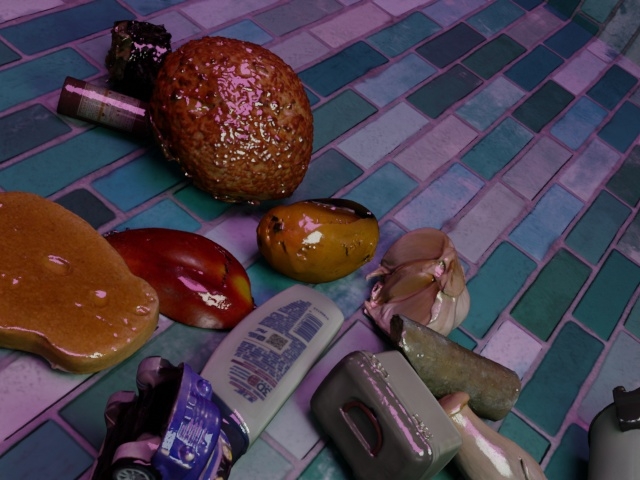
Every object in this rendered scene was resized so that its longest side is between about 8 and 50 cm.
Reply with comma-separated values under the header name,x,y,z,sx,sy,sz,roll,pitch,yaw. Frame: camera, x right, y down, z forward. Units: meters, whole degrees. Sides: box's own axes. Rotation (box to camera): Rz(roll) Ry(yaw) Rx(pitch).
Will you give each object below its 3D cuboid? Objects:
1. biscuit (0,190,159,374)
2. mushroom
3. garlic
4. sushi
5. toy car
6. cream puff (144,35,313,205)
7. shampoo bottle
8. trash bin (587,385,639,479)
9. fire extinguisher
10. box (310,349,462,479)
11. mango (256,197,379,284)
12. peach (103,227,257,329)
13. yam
name,x,y,z,sx,sy,sz,roll,pitch,yaw
biscuit,-0.417,0.068,1.332,0.343,0.057,0.287,39,40,11
mushroom,0.266,0.341,1.400,0.247,0.096,0.108,42,67,1
garlic,0.184,0.094,1.613,0.142,0.178,0.230,38,48,-41
sushi,-0.357,-0.351,1.772,0.114,0.147,0.212,5,27,-18
toy car,-0.193,0.269,1.125,0.158,0.235,0.172,30,38,-19
cream puff,-0.142,-0.234,1.660,0.350,0.228,0.350,36,31,-26
shampoo bottle,-0.096,0.192,1.377,0.134,0.078,0.359,32,39,9
trash bin,0.519,0.405,1.405,0.277,0.217,0.263,58,33,-22
fire extinguisher,-0.367,-0.220,1.673,0.231,0.071,0.099,19,68,-14
box,0.098,0.271,1.357,0.129,0.148,0.210,-3,48,-46
mango,0.000,0.000,1.593,0.248,0.151,0.156,-3,8,-44
peach,-0.222,0.036,1.478,0.279,0.068,0.189,27,37,-2
yam,0.209,0.212,1.486,0.259,0.106,0.106,27,38,-21
